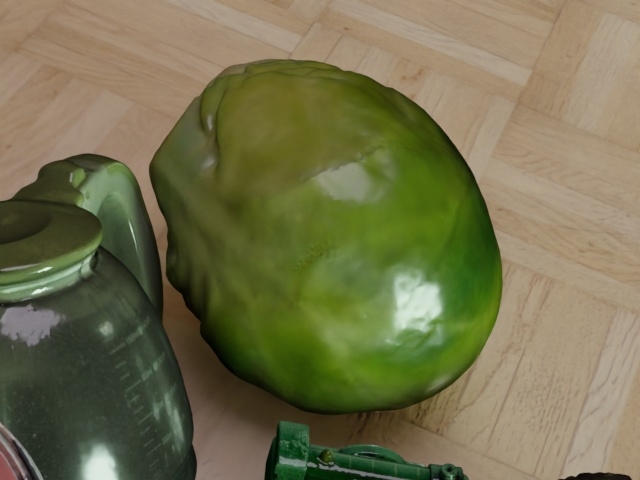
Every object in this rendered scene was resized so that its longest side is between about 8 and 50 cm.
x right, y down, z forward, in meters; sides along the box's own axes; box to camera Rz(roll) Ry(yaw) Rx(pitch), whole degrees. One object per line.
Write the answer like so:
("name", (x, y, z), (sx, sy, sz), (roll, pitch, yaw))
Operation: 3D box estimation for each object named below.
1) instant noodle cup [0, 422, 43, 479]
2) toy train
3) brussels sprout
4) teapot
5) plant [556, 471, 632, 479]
("instant noodle cup", (-0.314, 0.197, 0.840), (0.244, 0.244, 0.255), (34, 6, 18))
("toy train", (0.035, 0.203, 1.152), (0.178, 0.105, 0.071), (11, 40, -6))
("brussels sprout", (0.000, 0.000, 1.243), (0.268, 0.344, 0.344), (-46, 66, -7))
("teapot", (-0.188, 0.076, 1.085), (0.239, 0.239, 0.321), (18, 30, 40))
("plant", (0.136, 0.275, 1.071), (0.274, 0.149, 0.146), (-26, 87, -29))
